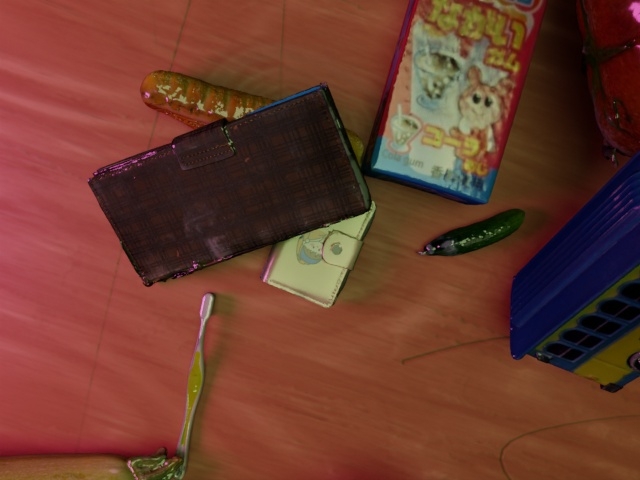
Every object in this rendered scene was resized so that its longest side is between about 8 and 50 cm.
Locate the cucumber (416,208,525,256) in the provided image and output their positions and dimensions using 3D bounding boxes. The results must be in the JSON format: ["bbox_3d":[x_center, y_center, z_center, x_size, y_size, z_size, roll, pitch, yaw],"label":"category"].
[{"bbox_3d":[0.204,-0.004,0.791,0.155,0.037,0.037,-20,95,-1],"label":"cucumber"}]

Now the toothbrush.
[{"bbox_3d":[-0.170,0.197,0.791,0.022,0.026,0.263,12,94,4],"label":"toothbrush"}]

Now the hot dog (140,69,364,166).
[{"bbox_3d":[-0.081,-0.151,0.746,0.289,0.083,0.068,19,74,-5],"label":"hot dog"}]

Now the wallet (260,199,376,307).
[{"bbox_3d":[0.000,0.000,0.779,0.110,0.039,0.155,23,93,-1],"label":"wallet"}]

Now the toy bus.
[{"bbox_3d":[0.356,0.046,0.678,0.175,0.287,0.138,20,50,-5],"label":"toy bus"}]

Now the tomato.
[{"bbox_3d":[0.416,-0.234,0.648,0.239,0.303,0.303,-10,95,20],"label":"tomato"}]

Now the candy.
[{"bbox_3d":[0.169,-0.211,0.742,0.157,0.100,0.306,16,92,-4],"label":"candy"}]

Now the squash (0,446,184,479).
[{"bbox_3d":[-0.319,0.333,0.748,0.287,0.137,0.137,-1,95,-5],"label":"squash"}]

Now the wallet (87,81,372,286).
[{"bbox_3d":[-0.110,-0.061,0.722,0.317,0.044,0.169,-19,111,13],"label":"wallet"}]
